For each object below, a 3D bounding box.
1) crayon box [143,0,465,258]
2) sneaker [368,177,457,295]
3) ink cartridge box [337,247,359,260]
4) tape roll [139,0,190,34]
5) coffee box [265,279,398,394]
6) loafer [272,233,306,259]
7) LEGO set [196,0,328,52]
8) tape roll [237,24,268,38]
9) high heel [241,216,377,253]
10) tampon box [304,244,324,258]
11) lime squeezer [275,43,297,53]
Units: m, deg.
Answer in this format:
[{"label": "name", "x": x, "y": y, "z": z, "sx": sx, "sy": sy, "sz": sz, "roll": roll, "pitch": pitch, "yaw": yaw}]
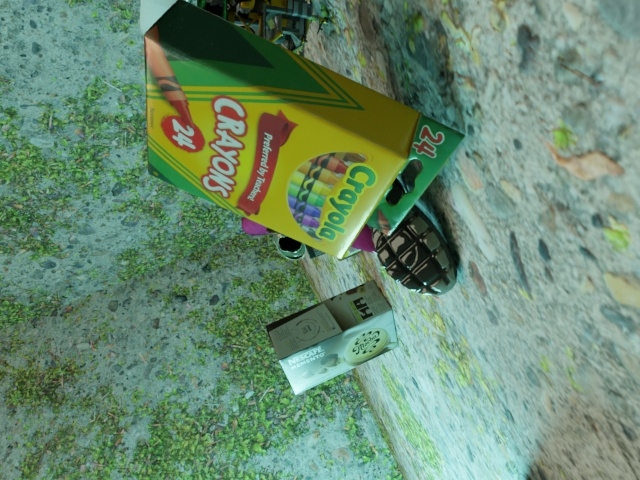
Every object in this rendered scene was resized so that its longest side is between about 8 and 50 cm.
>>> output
[{"label": "crayon box", "x": -0.032, "y": -0.097, "z": 0.526, "sx": 0.202, "sy": 0.318, "sz": 0.081, "roll": 117, "pitch": 175, "yaw": -54}, {"label": "sneaker", "x": 0.107, "y": -0.042, "z": 0.677, "sx": 0.267, "sy": 0.106, "sz": 0.101, "roll": 52, "pitch": 125, "yaw": 10}, {"label": "ink cartridge box", "x": 0.020, "y": -0.100, "z": 1.175, "sx": 0.307, "sy": 0.072, "sz": 0.304, "roll": 126, "pitch": 122, "yaw": -79}, {"label": "tape roll", "x": -0.216, "y": -0.520, "z": 0.769, "sx": 0.392, "sy": 0.072, "sz": 0.392, "roll": -167, "pitch": 90, "yaw": -70}, {"label": "coffee box", "x": 0.033, "y": 0.244, "z": 1.189, "sx": 0.119, "sy": 0.297, "sz": 0.168, "roll": -121, "pitch": 11, "yaw": -47}, {"label": "loafer", "x": -0.099, "y": 0.007, "z": 1.408, "sx": 0.251, "sy": 0.094, "sz": 0.087, "roll": 64, "pitch": -170, "yaw": -62}, {"label": "LEGO set", "x": -0.064, "y": -0.286, "z": 0.676, "sx": 0.331, "sy": 0.192, "sz": 0.255, "roll": 180, "pitch": 89, "yaw": -68}, {"label": "tape roll", "x": -0.157, "y": -0.537, "z": 0.994, "sx": 0.219, "sy": 0.072, "sz": 0.219, "roll": 157, "pitch": 90, "yaw": -83}, {"label": "high heel", "x": -0.033, "y": -0.018, "z": 0.961, "sx": 0.377, "sy": 0.127, "sz": 0.181, "roll": -21, "pitch": 82, "yaw": 48}, {"label": "tampon box", "x": -0.013, "y": -0.044, "z": 1.378, "sx": 0.120, "sy": 0.101, "sz": 0.161, "roll": -97, "pitch": -15, "yaw": -82}, {"label": "lime squeezer", "x": -0.066, "y": -0.401, "z": 1.024, "sx": 0.310, "sy": 0.058, "sz": 0.110, "roll": -137, "pitch": 58, "yaw": -74}]
